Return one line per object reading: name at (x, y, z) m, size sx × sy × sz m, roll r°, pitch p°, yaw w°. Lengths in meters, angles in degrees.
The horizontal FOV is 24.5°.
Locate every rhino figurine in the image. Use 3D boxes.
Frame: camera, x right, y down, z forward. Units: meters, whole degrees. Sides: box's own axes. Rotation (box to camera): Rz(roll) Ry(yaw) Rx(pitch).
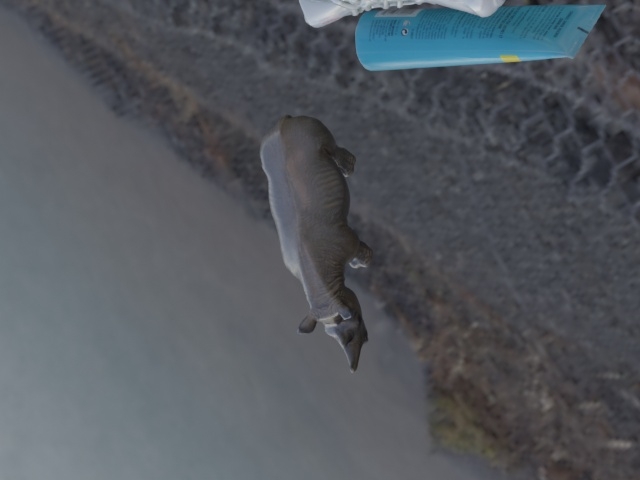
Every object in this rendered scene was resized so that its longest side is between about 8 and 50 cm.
rhino figurine at (0.000, 0.000, 1.299) m, size 0.106 × 0.073 × 0.243 m, roll 30°, pitch -134°, yaw -67°

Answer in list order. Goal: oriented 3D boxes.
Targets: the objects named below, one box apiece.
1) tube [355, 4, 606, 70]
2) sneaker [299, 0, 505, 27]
tube at (0.129, -0.173, 1.237) m, size 0.207 × 0.080 × 0.052 m, roll 2°, pitch 135°, yaw 33°
sneaker at (0.040, -0.213, 1.182) m, size 0.232 × 0.090 × 0.115 m, roll 29°, pitch 94°, yaw 28°
